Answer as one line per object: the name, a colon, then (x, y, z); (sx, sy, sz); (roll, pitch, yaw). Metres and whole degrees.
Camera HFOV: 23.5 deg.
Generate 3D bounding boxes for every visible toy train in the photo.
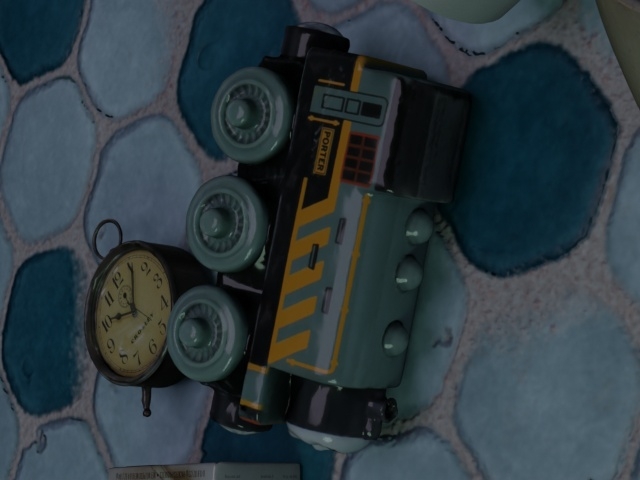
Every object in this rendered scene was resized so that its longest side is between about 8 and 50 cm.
toy train: (0.000, 0.000, 1.198); (0.190, 0.142, 0.333); (14, 94, 35)

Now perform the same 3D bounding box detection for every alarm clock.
alarm clock: (-0.161, 0.053, 1.389); (0.129, 0.064, 0.192); (-51, 55, 27)

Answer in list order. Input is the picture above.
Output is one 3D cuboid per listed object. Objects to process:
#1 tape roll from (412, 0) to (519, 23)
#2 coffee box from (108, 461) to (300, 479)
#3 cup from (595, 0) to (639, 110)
tape roll: (0.102, -0.295, 1.059); (0.169, 0.246, 0.246); (-40, 58, 33)
coffee box: (-0.095, 0.308, 1.262); (0.141, 0.098, 0.246); (-11, 76, 43)
cup: (0.320, -0.070, 0.789); (0.331, 0.331, 0.237); (15, 131, 45)
